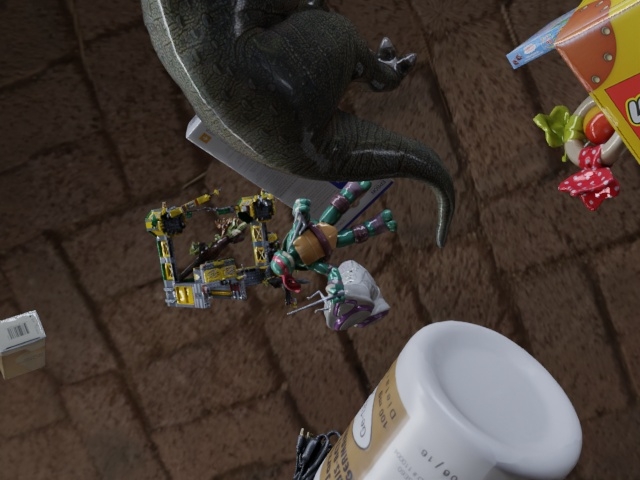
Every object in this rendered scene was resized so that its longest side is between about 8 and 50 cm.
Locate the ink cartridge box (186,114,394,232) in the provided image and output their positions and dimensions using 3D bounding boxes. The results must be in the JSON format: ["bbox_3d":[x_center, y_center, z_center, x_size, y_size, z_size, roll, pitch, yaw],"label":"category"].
[{"bbox_3d":[-0.054,-0.166,1.619,0.371,0.069,0.176,34,119,-22],"label":"ink cartridge box"}]

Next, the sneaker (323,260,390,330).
[{"bbox_3d":[0.059,0.117,1.880,0.114,0.305,0.152,-29,76,10],"label":"sneaker"}]

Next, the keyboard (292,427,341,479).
[{"bbox_3d":[0.021,0.318,0.853,0.201,0.033,0.317,37,62,-8],"label":"keyboard"}]

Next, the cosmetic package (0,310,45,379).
[{"bbox_3d":[-0.392,0.138,1.112,0.060,0.115,0.041,-19,71,-24],"label":"cosmetic package"}]

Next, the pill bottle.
[{"bbox_3d":[0.067,0.179,0.606,0.131,0.131,0.229,30,121,-1],"label":"pill bottle"}]

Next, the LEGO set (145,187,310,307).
[{"bbox_3d":[-0.178,0.017,1.736,0.331,0.192,0.255,-1,89,-36],"label":"LEGO set"}]

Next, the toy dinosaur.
[{"bbox_3d":[-0.035,-0.112,0.434,0.121,0.160,0.314,-3,120,39],"label":"toy dinosaur"}]

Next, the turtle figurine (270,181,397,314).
[{"bbox_3d":[0.000,0.000,1.349,0.234,0.118,0.175,-37,115,-18],"label":"turtle figurine"}]

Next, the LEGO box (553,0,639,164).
[{"bbox_3d":[0.515,-0.163,0.677,0.372,0.193,0.500,50,143,-12],"label":"LEGO box"}]

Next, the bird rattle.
[{"bbox_3d":[0.519,-0.196,1.632,0.143,0.254,0.207,25,122,-18],"label":"bird rattle"}]

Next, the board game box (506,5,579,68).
[{"bbox_3d":[0.480,-0.414,1.645,0.160,0.211,0.039,-38,98,-28],"label":"board game box"}]
